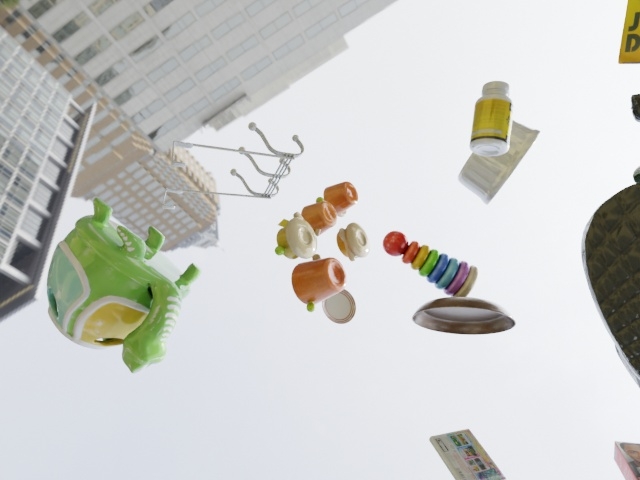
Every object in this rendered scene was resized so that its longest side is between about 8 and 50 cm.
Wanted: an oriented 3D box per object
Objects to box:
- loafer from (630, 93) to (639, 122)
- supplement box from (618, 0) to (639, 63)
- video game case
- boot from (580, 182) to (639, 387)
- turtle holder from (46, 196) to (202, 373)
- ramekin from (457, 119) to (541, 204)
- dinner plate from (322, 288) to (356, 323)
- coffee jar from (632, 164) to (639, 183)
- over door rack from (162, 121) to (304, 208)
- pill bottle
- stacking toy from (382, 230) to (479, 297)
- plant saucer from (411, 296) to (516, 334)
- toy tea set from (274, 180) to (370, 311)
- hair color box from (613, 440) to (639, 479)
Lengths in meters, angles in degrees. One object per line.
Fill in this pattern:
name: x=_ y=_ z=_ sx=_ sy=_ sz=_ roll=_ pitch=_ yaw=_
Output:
loafer: x=0.874 y=-0.351 z=1.109 sx=0.223 sy=0.076 sz=0.078 roll=-12 pitch=-95 yaw=17
supplement box: x=0.728 y=-0.422 z=0.808 sx=0.356 sy=0.195 sz=0.194 roll=-15 pitch=-156 yaw=-28
video game case: x=0.384 y=0.573 z=1.210 sx=0.157 sy=0.143 sz=0.019 roll=53 pitch=-47 yaw=50
boot: x=0.244 y=0.082 z=0.325 sx=0.083 sy=0.161 sz=0.247 roll=-31 pitch=-96 yaw=9
turtle holder: x=-0.370 y=0.099 z=0.883 sx=0.320 sy=0.243 sz=0.227 roll=37 pitch=-94 yaw=9
ramekin: x=0.566 y=-0.265 z=1.489 sx=0.135 sy=0.277 sz=0.277 roll=36 pitch=-104 yaw=12
dinner plate: x=0.068 y=0.243 z=1.719 sx=0.017 sy=0.141 sz=0.141 roll=-46 pitch=-160 yaw=58
coffee jar: x=0.917 y=-0.196 z=1.190 sx=0.096 sy=0.184 sz=0.079 roll=42 pitch=-114 yaw=7
over door rack: x=-0.230 y=-0.188 z=1.165 sx=0.324 sy=0.239 sz=0.108 roll=-8 pitch=-109 yaw=-26
pill bottle: x=0.465 y=-0.329 z=1.247 sx=0.103 sy=0.103 sz=0.184 roll=4 pitch=-101 yaw=37
stacking toy: x=0.360 y=0.070 z=1.566 sx=0.330 sy=0.141 sz=0.141 roll=31 pitch=-110 yaw=4
plant saucer: x=0.444 y=0.235 z=1.445 sx=0.310 sy=0.310 sz=0.050 roll=-8 pitch=-119 yaw=29
toy tea set: x=0.000 y=0.000 z=1.041 sx=0.124 sy=0.200 sz=0.336 roll=-23 pitch=-165 yaw=37
hair color box: x=0.625 y=0.444 z=0.887 sx=0.071 sy=0.141 sz=0.043 roll=-1 pitch=-84 yaw=16
